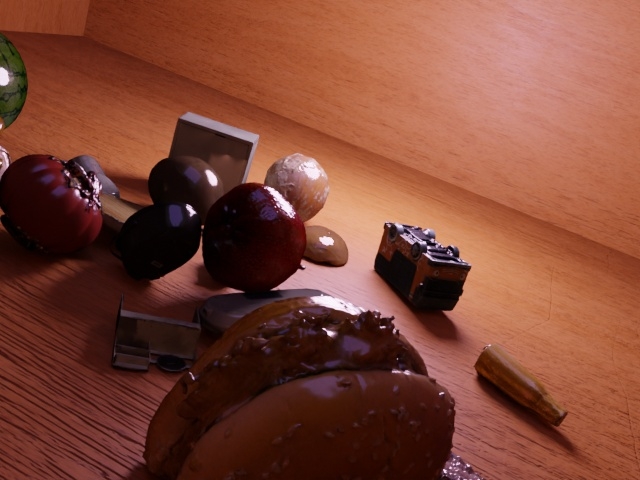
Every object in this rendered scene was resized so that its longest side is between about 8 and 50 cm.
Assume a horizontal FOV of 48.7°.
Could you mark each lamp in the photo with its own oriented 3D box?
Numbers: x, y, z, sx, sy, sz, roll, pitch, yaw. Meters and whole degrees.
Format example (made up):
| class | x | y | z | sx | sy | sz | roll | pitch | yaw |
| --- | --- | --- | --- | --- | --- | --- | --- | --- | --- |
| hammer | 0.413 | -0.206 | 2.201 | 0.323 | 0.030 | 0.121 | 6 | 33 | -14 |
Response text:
| class | x | y | z | sx | sy | sz | roll | pitch | yaw |
| --- | --- | --- | --- | --- | --- | --- | --- | --- | --- |
| lamp | -0.555 | -0.079 | 1.472 | 0.226 | 0.227 | 0.227 | 16 | 20 | -6 |

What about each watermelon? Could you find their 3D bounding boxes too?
| class | x | y | z | sx | sy | sz | roll | pitch | yaw |
| --- | --- | --- | --- | --- | --- | --- | --- | --- | --- |
| watermelon | -0.955 | -0.423 | 1.869 | 0.362 | 0.364 | 0.363 | 16 | 20 | -6 |

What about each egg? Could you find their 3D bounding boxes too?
| class | x | y | z | sx | sy | sz | roll | pitch | yaw |
| --- | --- | --- | --- | --- | --- | --- | --- | --- | --- |
| egg | -0.074 | -0.151 | 2.118 | 0.203 | 0.203 | 0.245 | 18 | 41 | -2 |

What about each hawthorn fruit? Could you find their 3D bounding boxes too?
| class | x | y | z | sx | sy | sz | roll | pitch | yaw |
| --- | --- | --- | --- | --- | --- | --- | --- | --- | --- |
| hawthorn fruit | -0.123 | 0.015 | 1.533 | 0.266 | 0.230 | 0.210 | 37 | -5 | -35 |

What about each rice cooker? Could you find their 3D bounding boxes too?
| class | x | y | z | sx | sy | sz | roll | pitch | yaw |
| --- | --- | --- | --- | --- | --- | --- | --- | --- | --- |
| rice cooker | -0.345 | 0.001 | 1.500 | 0.142 | 0.203 | 0.118 | 37 | 29 | -48 |

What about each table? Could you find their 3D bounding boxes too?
| class | x | y | z | sx | sy | sz | roll | pitch | yaw |
| --- | --- | --- | --- | --- | --- | --- | --- | --- | --- |
| table | -0.294 | 0.169 | 1.276 | 0.146 | 0.063 | 0.175 | 12 | 18 | -18 |

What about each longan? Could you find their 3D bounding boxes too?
| class | x | y | z | sx | sy | sz | roll | pitch | yaw |
| --- | --- | --- | --- | --- | --- | --- | --- | --- | --- |
| longan | -0.345 | -0.129 | 1.842 | 0.198 | 0.198 | 0.212 | -1 | 25 | -42 |

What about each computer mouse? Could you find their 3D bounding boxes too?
| class | x | y | z | sx | sy | sz | roll | pitch | yaw |
| --- | --- | --- | --- | --- | --- | --- | --- | --- | --- |
| computer mouse | -0.082 | 0.162 | 1.432 | 0.330 | 0.095 | 0.197 | 0 | 10 | -23 |

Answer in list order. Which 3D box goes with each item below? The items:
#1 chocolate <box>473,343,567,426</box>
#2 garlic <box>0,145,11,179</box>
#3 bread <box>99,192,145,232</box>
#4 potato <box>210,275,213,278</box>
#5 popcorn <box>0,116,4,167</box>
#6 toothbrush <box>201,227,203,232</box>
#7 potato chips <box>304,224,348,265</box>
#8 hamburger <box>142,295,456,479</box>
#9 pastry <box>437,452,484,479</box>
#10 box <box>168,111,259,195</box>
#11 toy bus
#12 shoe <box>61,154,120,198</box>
| class | x | y | z | sx | sy | sz | roll | pitch | yaw |
| --- | --- | --- | --- | --- | --- | --- | --- | --- | --- |
| chocolate | 0.430 | 0.314 | 1.512 | 0.085 | 0.086 | 0.219 | 1 | 29 | -40 |
| garlic | -0.831 | -0.164 | 1.594 | 0.142 | 0.178 | 0.229 | -6 | -14 | 30 |
| bread | -0.444 | -0.047 | 1.677 | 0.266 | 0.041 | 0.267 | 25 | 8 | -4 |
| potato | -0.222 | 0.049 | 1.659 | 0.086 | 0.061 | 0.122 | 14 | 22 | -13 |
| popcorn | -0.731 | -0.129 | 1.357 | 0.225 | 0.332 | 0.265 | 31 | 36 | -27 |
| toothbrush | -0.250 | 0.008 | 1.811 | 0.193 | 0.013 | 0.019 | 30 | 16 | 28 |
| potato chips | 0.000 | 0.000 | 1.989 | 0.195 | 0.062 | 0.208 | 24 | 22 | 21 |
| hamburger | -0.016 | 0.224 | 0.947 | 0.445 | 0.287 | 0.268 | -12 | 36 | -17 |
| pastry | 0.139 | 0.357 | 1.091 | 0.265 | 0.103 | 0.112 | 25 | 14 | 28 |
| box | -0.322 | -0.227 | 2.062 | 0.224 | 0.225 | 0.117 | 18 | 19 | -2 |
| toy bus | 0.265 | 0.067 | 1.889 | 0.138 | 0.167 | 0.275 | 8 | 17 | -27 |
| shoe | -0.610 | -0.175 | 1.856 | 0.251 | 0.100 | 0.103 | 29 | 21 | 34 |
